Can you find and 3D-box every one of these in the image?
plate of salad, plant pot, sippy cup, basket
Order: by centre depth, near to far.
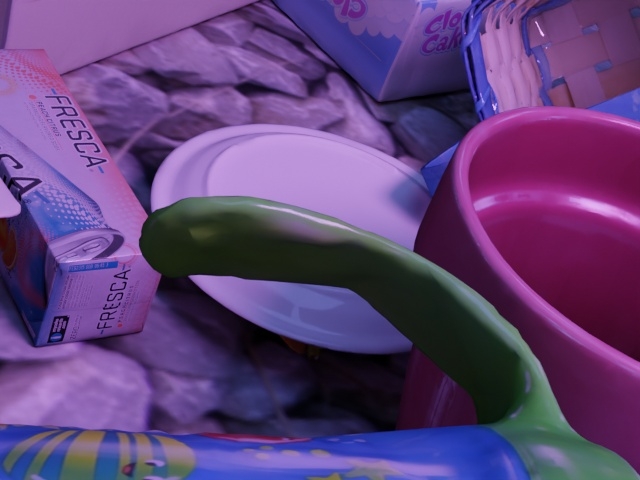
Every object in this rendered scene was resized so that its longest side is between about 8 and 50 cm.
[{"bbox_3d":[-0.046,0.149,0.344,0.224,0.240,0.305,12,31,-5],"label":"sippy cup"},{"bbox_3d":[0.120,0.067,0.576,0.201,0.180,0.201,15,35,-11],"label":"plant pot"},{"bbox_3d":[0.000,0.000,0.714,0.200,0.048,0.200,12,36,-9],"label":"plate of salad"},{"bbox_3d":[0.211,-0.102,0.775,0.289,0.254,0.201,-29,100,-65],"label":"basket"}]

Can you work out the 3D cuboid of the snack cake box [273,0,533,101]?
[{"bbox_3d":[0.037,-0.225,0.995,0.152,0.089,0.264,-12,47,-40],"label":"snack cake box"}]

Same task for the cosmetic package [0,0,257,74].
[{"bbox_3d":[-0.156,-0.221,0.850,0.153,0.129,0.296,33,36,17],"label":"cosmetic package"}]

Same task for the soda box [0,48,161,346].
[{"bbox_3d":[-0.149,-0.029,0.663,0.063,0.058,0.183,-6,44,-35],"label":"soda box"}]

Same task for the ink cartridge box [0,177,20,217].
[{"bbox_3d":[-0.252,-0.009,0.572,0.198,0.067,0.115,-12,48,-37],"label":"ink cartridge box"}]
